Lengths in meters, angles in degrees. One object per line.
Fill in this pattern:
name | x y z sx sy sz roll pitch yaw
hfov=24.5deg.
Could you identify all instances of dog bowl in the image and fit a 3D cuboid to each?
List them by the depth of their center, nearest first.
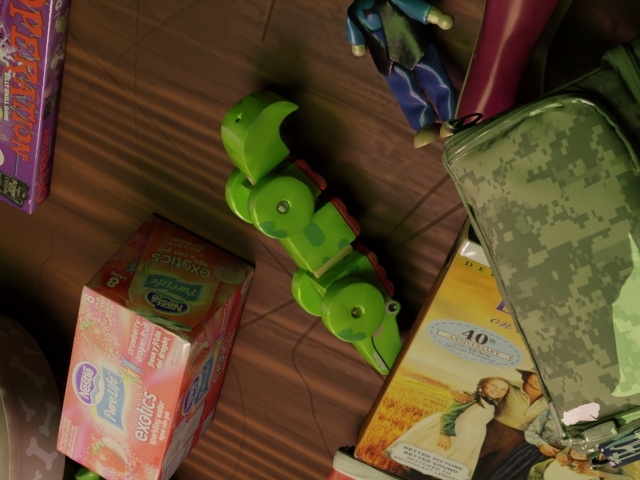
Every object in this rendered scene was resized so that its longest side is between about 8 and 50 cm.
dog bowl | -0.454 0.245 1.890 0.349 0.102 0.348 4 96 45

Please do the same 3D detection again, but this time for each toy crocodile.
toy crocodile | 0.000 0.000 1.534 0.340 0.105 0.115 56 171 -19

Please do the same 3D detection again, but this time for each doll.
doll | 0.077 -0.183 1.377 0.129 0.046 0.189 -17 108 49

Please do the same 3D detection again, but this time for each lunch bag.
lunch bag | 0.261 0.000 1.179 0.256 0.212 0.305 -24 84 7

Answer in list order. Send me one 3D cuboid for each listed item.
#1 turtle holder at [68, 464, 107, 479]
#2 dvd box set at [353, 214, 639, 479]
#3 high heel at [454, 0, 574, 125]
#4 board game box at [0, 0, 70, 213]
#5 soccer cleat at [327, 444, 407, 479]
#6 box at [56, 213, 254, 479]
turtle holder | -0.308 0.446 1.965 0.227 0.243 0.320 36 128 -22
dvd box set | 0.227 0.151 1.452 0.308 0.062 0.420 21 142 0
high heel | 0.204 -0.142 1.286 0.181 0.127 0.377 -4 126 26
board game box | -0.384 -0.207 1.640 0.208 0.056 0.346 23 132 8
soccer cleat | 0.124 0.334 1.635 0.318 0.109 0.116 22 94 42
box | -0.198 0.142 1.720 0.142 0.154 0.300 27 134 10
